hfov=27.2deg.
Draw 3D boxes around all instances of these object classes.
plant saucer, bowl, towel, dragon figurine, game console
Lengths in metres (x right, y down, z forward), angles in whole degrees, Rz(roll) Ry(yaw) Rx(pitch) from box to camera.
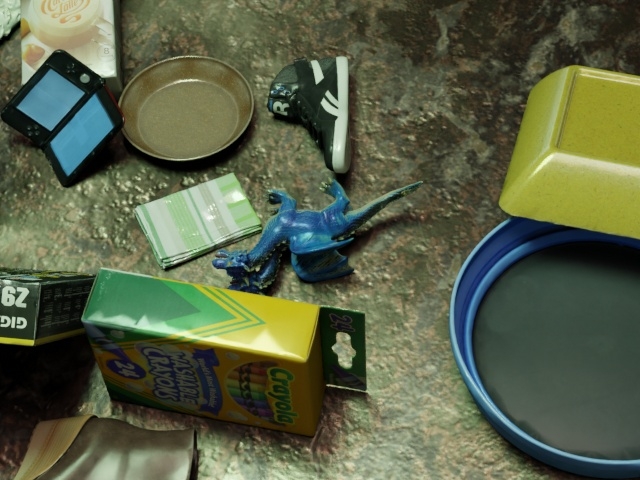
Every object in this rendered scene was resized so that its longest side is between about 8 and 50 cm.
[{"bbox_3d":[0.430,-0.129,1.776,0.333,0.081,0.333,11,38,11],"label":"plant saucer"},{"bbox_3d":[0.357,0.121,1.671,0.391,0.077,0.391,-1,55,2],"label":"bowl"},{"bbox_3d":[-0.170,-0.032,1.831,0.152,0.023,0.113,-22,58,-12],"label":"towel"},{"bbox_3d":[-0.195,-0.186,1.929,0.199,0.036,0.198,-1,56,1],"label":"plant saucer"},{"bbox_3d":[0.000,0.000,1.764,0.289,0.085,0.144,-6,56,-1],"label":"dragon figurine"},{"bbox_3d":[-0.365,-0.173,1.862,0.144,0.124,0.085,-44,30,20],"label":"game console"}]

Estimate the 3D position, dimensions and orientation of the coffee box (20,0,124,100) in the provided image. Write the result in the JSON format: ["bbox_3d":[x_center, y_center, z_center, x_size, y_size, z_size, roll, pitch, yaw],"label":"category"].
[{"bbox_3d":[-0.370,-0.332,1.957,0.141,0.098,0.246,-5,75,-2],"label":"coffee box"}]

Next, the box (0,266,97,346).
[{"bbox_3d":[-0.417,0.071,1.603,0.257,0.322,0.079,6,90,5],"label":"box"}]

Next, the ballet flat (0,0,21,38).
[{"bbox_3d":[-0.623,-0.311,1.978,0.409,0.147,0.147,-35,61,-20],"label":"ballet flat"}]

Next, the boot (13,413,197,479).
[{"bbox_3d":[-0.262,0.317,1.556,0.207,0.090,0.248,4,52,8],"label":"boot"}]

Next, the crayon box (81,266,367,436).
[{"bbox_3d":[-0.110,0.142,1.600,0.323,0.203,0.083,8,57,9],"label":"crayon box"}]

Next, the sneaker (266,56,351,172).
[{"bbox_3d":[-0.018,-0.175,1.896,0.121,0.079,0.217,-3,47,5],"label":"sneaker"}]
